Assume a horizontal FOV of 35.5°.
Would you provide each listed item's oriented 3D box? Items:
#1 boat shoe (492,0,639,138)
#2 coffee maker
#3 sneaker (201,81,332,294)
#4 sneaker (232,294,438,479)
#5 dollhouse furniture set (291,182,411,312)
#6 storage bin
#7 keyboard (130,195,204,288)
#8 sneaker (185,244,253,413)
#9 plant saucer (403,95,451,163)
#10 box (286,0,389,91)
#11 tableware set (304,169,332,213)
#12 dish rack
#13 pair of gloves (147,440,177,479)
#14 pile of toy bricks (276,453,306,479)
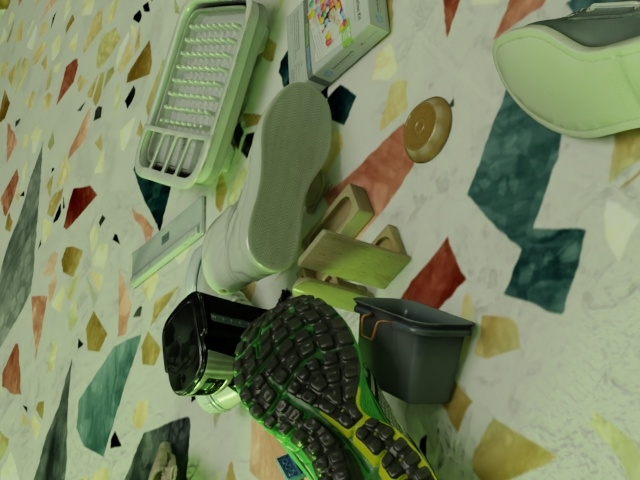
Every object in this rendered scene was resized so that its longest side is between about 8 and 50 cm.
[{"bbox_3d":[0.280,-0.166,0.920,0.099,0.116,0.319,-33,20,-17],"label":"boat shoe"},{"bbox_3d":[-0.105,0.130,1.263,0.120,0.178,0.171,-61,35,18],"label":"coffee maker"},{"bbox_3d":[-0.083,-0.067,1.336,0.169,0.108,0.292,-31,36,52],"label":"sneaker"},{"bbox_3d":[0.020,0.201,1.031,0.134,0.146,0.343,-32,54,0],"label":"sneaker"},{"bbox_3d":[0.000,0.000,1.212,0.144,0.123,0.151,-50,39,32],"label":"dollhouse furniture set"},{"bbox_3d":[0.088,0.117,1.067,0.135,0.098,0.091,15,99,58],"label":"storage bin"},{"bbox_3d":[-0.265,0.006,1.718,0.256,0.014,0.072,-33,45,45],"label":"keyboard"},{"bbox_3d":[-0.126,0.113,1.405,0.091,0.094,0.258,-25,59,28],"label":"sneaker"},{"bbox_3d":[0.122,-0.133,1.187,0.083,0.015,0.083,-29,54,48],"label":"plant saucer"},{"bbox_3d":[0.020,-0.301,1.396,0.186,0.038,0.145,-33,50,44],"label":"box"},{"bbox_3d":[-0.046,-0.066,1.408,0.141,0.020,0.168,-54,36,26],"label":"tableware set"},{"bbox_3d":[-0.190,-0.246,1.658,0.285,0.072,0.333,18,91,58],"label":"dish rack"},{"bbox_3d":[-0.251,0.416,1.430,0.204,0.042,0.240,146,144,-81],"label":"pair of gloves"},{"bbox_3d":[0.020,0.320,1.080,0.212,0.118,0.105,53,153,41],"label":"pile of toy bricks"}]
